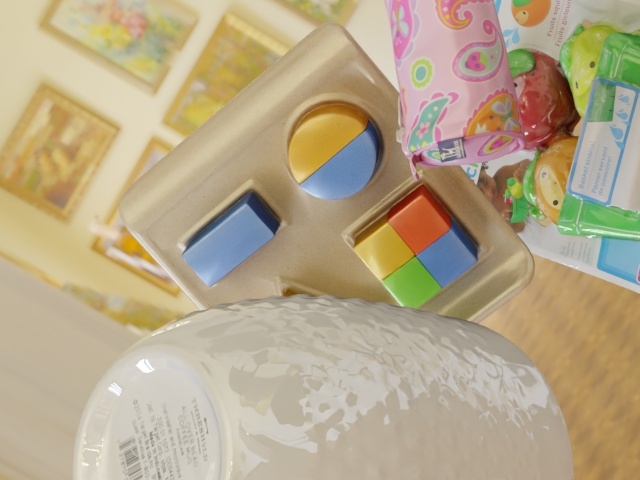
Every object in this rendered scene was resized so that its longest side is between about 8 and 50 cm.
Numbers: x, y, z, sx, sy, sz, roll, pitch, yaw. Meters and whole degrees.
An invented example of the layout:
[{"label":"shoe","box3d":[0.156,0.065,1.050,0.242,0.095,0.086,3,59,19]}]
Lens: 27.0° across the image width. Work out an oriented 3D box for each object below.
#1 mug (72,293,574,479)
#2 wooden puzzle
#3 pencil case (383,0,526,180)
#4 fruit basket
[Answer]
[{"label":"mug","box3d":[-0.005,0.222,1.007,0.276,0.328,0.374,-19,68,39]},{"label":"wooden puzzle","box3d":[0.000,0.000,1.401,0.322,0.348,0.080,-38,5,16]},{"label":"pencil case","box3d":[0.113,-0.205,1.276,0.124,0.124,0.284,142,119,-72]},{"label":"fruit basket","box3d":[0.282,-0.137,1.559,0.165,0.353,0.327,-7,-66,-54]}]
